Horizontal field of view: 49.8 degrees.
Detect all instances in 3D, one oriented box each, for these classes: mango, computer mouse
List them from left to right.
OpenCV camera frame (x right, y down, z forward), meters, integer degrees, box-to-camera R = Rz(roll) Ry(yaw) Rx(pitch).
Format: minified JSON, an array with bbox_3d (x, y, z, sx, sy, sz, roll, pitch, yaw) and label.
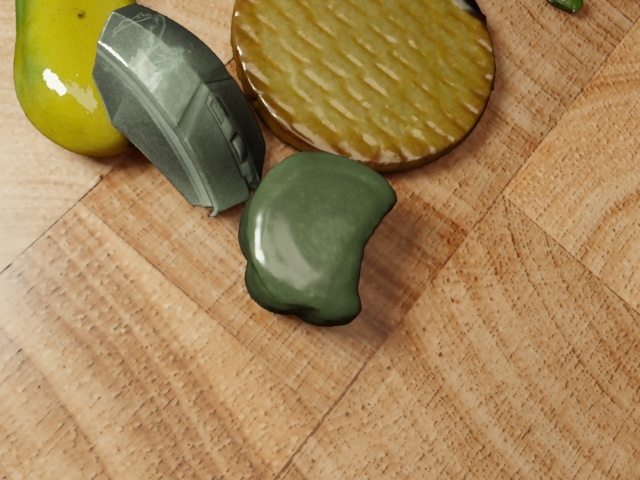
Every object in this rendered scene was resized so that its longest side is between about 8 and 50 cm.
[{"bbox_3d":[-0.237,-0.198,0.700,0.137,0.091,0.237,0,76,-20],"label":"mango"},{"bbox_3d":[-0.121,-0.126,0.671,0.231,0.071,0.126,53,49,-29],"label":"computer mouse"}]

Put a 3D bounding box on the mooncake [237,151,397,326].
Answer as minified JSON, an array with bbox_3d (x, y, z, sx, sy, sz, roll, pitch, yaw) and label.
[{"bbox_3d":[0.000,0.000,0.694,0.175,0.104,0.168,-34,81,-21],"label":"mooncake"}]

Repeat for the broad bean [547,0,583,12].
[{"bbox_3d":[0.270,-0.389,0.895,0.069,0.039,0.226,-18,79,-23],"label":"broad bean"}]

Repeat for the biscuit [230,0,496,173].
[{"bbox_3d":[0.053,-0.225,0.800,0.318,0.040,0.317,3,73,-12],"label":"biscuit"}]
